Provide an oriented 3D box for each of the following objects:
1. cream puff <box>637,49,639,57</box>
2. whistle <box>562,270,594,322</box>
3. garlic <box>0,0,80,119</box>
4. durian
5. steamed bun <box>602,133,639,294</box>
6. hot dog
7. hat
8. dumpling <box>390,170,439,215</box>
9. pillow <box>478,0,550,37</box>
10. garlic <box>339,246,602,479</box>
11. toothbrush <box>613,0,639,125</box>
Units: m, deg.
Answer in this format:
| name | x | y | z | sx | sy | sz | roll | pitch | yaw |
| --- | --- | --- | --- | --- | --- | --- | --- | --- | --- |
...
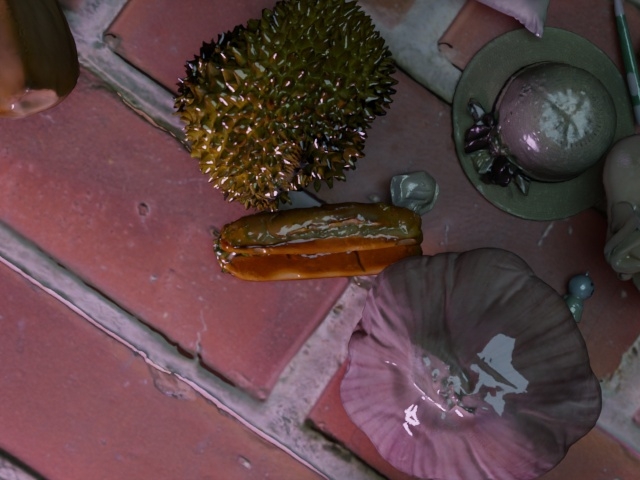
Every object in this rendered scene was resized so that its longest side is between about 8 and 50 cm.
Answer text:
| name | x | y | z | sx | sy | sz | roll | pitch | yaw |
| --- | --- | --- | --- | --- | --- | --- | --- | --- | --- |
| cream puff | 0.462 | -0.238 | 1.855 | 0.083 | 0.058 | 0.083 | -13 | 91 | -10 |
| whistle | 0.330 | 0.086 | 1.849 | 0.035 | 0.035 | 0.100 | 26 | 88 | -8 |
| garlic | -0.369 | -0.309 | 1.667 | 0.151 | 0.196 | 0.339 | -9 | 89 | -24 |
| durian | -0.034 | -0.175 | 1.695 | 0.293 | 0.258 | 0.258 | -38 | 95 | -12 |
| steamed bun | 0.452 | -0.024 | 1.775 | 0.211 | 0.144 | 0.218 | 11 | 79 | -53 |
| hot dog | 0.000 | 0.000 | 1.763 | 0.268 | 0.115 | 0.072 | -2 | 62 | -10 |
| hat | 0.301 | -0.155 | 1.796 | 0.257 | 0.130 | 0.257 | 0 | 90 | -8 |
| dumpling | 0.121 | -0.059 | 1.806 | 0.052 | 0.076 | 0.057 | -10 | 84 | 15 |
| pillow | 0.202 | -0.380 | 1.805 | 0.254 | 0.078 | 0.144 | 26 | 79 | -6 |
| garlic | 0.180 | 0.154 | 1.701 | 0.317 | 0.259 | 0.318 | 2 | 94 | 24 |
| toothbrush | 0.398 | -0.276 | 1.855 | 0.024 | 0.018 | 0.257 | -10 | 88 | -51 |
